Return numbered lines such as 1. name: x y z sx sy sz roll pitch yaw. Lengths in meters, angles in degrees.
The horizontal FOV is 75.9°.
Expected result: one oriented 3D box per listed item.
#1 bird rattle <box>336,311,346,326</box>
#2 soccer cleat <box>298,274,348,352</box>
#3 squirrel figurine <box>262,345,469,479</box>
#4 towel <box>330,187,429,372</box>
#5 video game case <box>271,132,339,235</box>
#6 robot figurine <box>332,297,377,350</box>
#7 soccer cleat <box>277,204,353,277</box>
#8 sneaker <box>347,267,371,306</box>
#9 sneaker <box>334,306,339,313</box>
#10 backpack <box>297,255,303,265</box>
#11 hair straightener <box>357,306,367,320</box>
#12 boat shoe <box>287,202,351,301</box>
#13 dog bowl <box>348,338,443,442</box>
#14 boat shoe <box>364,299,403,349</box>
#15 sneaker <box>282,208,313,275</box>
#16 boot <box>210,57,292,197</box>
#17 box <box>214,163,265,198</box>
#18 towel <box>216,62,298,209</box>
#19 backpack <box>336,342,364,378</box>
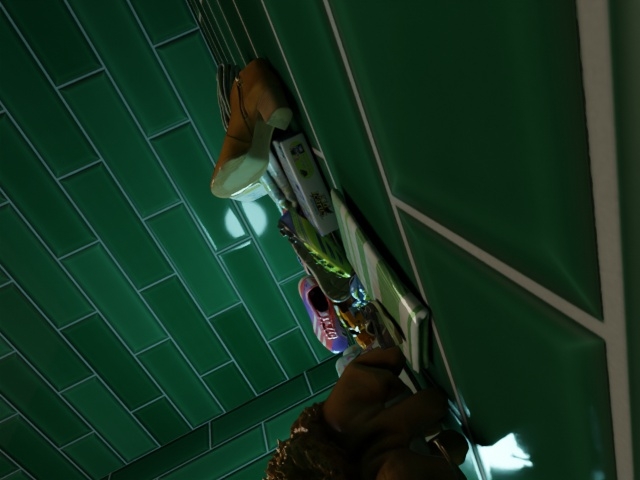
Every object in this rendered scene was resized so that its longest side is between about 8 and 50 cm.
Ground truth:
1. bird rattle: 0.091 0.307 1.950 0.207 0.143 0.253 122 136 -70
2. soccer cleat: 0.016 0.274 1.453 0.318 0.109 0.116 66 170 -12
3. squirrel figurine: 0.100 0.448 0.809 0.370 0.397 0.280 -106 -3 -69
4. towel: 0.117 0.076 0.813 0.247 0.038 0.324 71 172 -50
5. video game case: -0.044 -0.158 1.077 0.269 0.061 0.244 -129 15 -71
6. robot figurine: 0.102 0.242 1.474 0.291 0.085 0.211 56 171 50
7. soccer cleat: 0.000 -0.001 1.235 0.289 0.121 0.093 39 165 16
8. sneaker: 0.106 0.122 1.057 0.188 0.067 0.078 70 -167 -63
9. sneaker: 0.070 0.211 1.666 0.108 0.100 0.271 37 160 46
10. backpack: -0.060 0.073 2.056 0.105 0.114 0.084 64 175 -9
11. hair straightener: 0.143 0.210 1.206 0.089 0.047 0.230 62 179 15
12. boat shoe: -0.011 0.041 1.362 0.130 0.132 0.355 133 112 -84
13. dog bowl: 0.220 0.503 1.239 0.407 0.151 0.408 63 175 9
14. boat shoe: 0.109 0.162 0.800 0.152 0.049 0.056 -134 19 -74
15. sneaker: -0.051 -0.001 1.501 0.136 0.116 0.313 28 143 56
16. boot: -0.183 -0.264 0.970 0.104 0.295 0.211 16 -143 -44
17. box: -0.238 -0.197 1.305 0.203 0.103 0.114 -16 -99 -84
18. towel: -0.192 -0.306 1.250 0.374 0.090 0.320 57 -167 -55
19. backpack: 0.154 0.486 1.583 0.144 0.189 0.165 57 172 51
